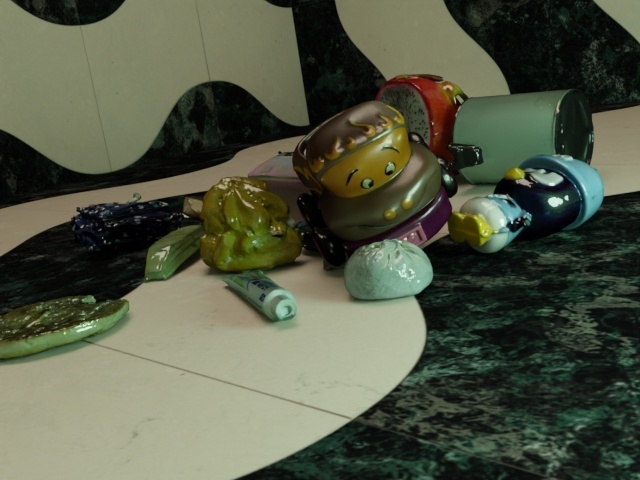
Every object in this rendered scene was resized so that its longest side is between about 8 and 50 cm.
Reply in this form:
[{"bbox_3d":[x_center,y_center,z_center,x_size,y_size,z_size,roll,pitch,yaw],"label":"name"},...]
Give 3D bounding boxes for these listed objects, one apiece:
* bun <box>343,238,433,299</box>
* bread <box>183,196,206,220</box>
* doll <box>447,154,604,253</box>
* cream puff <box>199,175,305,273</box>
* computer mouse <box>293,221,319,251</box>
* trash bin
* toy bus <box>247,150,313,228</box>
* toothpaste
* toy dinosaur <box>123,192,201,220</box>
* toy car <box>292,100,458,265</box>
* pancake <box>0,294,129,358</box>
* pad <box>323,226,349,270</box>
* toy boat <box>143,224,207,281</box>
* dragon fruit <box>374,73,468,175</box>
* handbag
[{"bbox_3d":[0.102,0.038,1.171,0.141,0.083,0.141,-8,10,1],"label":"bun"},{"bbox_3d":[-0.274,-0.064,1.866,0.129,0.044,0.126,20,11,-21],"label":"bread"},{"bbox_3d":[0.371,-0.071,1.330,0.314,0.141,0.177,-21,18,-25],"label":"doll"},{"bbox_3d":[-0.150,-0.033,1.443,0.195,0.194,0.221,-15,12,-26],"label":"cream puff"},{"bbox_3d":[0.000,0.000,1.477,0.079,0.047,0.135,-12,23,-39],"label":"computer mouse"},{"bbox_3d":[0.478,-0.240,1.799,0.263,0.217,0.277,4,29,41],"label":"trash bin"},{"bbox_3d":[0.017,-0.096,1.642,0.386,0.171,0.162,4,29,43],"label":"toy bus"},{"bbox_3d":[-0.095,0.080,1.214,0.075,0.048,0.297,-12,11,-16],"label":"toothpaste"},{"bbox_3d":[-0.450,-0.077,1.990,0.383,0.076,0.129,-11,44,17],"label":"toy dinosaur"},{"bbox_3d":[0.067,-0.130,1.315,0.271,0.240,0.340,-31,37,0],"label":"toy car"},{"bbox_3d":[-0.437,0.135,1.218,0.254,0.037,0.253,-9,13,2],"label":"pancake"},{"bbox_3d":[0.058,-0.003,1.410,0.113,0.006,0.187,-7,34,2],"label":"pad"},{"bbox_3d":[-0.294,0.016,1.580,0.093,0.055,0.293,-9,13,12],"label":"toy boat"},{"bbox_3d":[0.294,-0.291,2.017,0.226,0.305,0.305,-8,11,-28],"label":"dragon fruit"},{"bbox_3d":[-0.454,-0.038,1.795,0.260,0.113,0.162,-10,18,-43],"label":"handbag"}]
